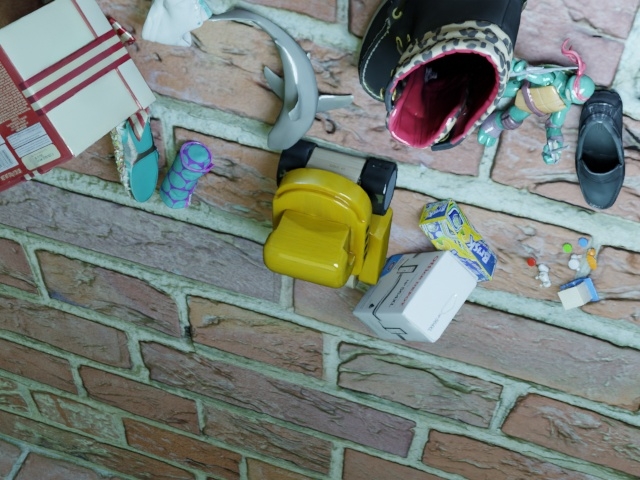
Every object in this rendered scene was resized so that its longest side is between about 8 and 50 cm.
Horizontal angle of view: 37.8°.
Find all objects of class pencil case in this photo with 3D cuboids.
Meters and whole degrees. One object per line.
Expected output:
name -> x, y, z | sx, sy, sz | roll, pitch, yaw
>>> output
pencil case -> -0.252, -0.121, 1.759 | 0.070, 0.064, 0.151 | 42, 143, 1

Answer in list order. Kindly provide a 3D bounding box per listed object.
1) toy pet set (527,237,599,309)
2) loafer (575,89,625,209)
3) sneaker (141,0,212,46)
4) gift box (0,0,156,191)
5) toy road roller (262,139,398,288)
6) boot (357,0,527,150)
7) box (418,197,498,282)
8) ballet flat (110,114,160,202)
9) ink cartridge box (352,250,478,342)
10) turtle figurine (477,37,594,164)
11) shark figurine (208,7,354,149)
toy pet set -> 0.445, 0.058, 1.637 | 0.122, 0.065, 0.114 | -24, 89, 42
loafer -> 0.413, -0.121, 1.390 | 0.076, 0.078, 0.223 | 7, 141, 21
sneaker -> -0.206, -0.369, 1.424 | 0.094, 0.080, 0.212 | 18, 152, -14
gift box -> -0.448, -0.236, 1.548 | 0.255, 0.258, 0.276 | -11, 117, 35
toy road roller -> 0.000, 0.000, 1.627 | 0.203, 0.240, 0.329 | 16, 143, 11
boot -> 0.142, -0.235, 1.214 | 0.138, 0.284, 0.377 | 36, 141, -18
box -> 0.246, 0.004, 1.659 | 0.059, 0.054, 0.169 | -13, 131, 39
ballet flat -> -0.352, -0.175, 1.745 | 0.077, 0.091, 0.241 | 37, 145, 25
ink cartridge box -> 0.168, 0.100, 1.690 | 0.086, 0.148, 0.203 | 42, 161, -15
turtle figurine -> 0.303, -0.195, 1.326 | 0.234, 0.118, 0.175 | -2, 124, 53
shark figurine -> -0.055, -0.245, 1.449 | 0.166, 0.116, 0.278 | -5, 130, 21
